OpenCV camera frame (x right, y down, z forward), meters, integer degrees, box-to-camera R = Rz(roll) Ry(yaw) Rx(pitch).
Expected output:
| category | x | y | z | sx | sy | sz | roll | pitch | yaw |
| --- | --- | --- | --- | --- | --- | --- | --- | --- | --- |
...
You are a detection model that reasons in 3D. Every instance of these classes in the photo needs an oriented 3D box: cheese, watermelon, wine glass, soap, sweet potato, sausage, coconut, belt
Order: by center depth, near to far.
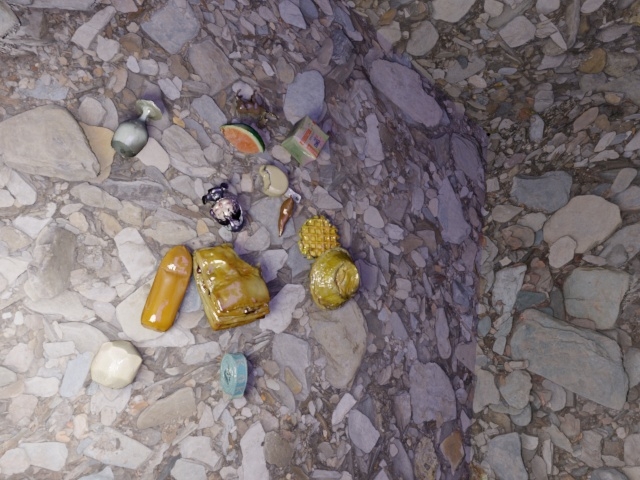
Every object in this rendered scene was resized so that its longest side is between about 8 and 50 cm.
| category | x | y | z | sx | sy | sz | roll | pitch | yaw |
| --- | --- | --- | --- | --- | --- | --- | --- | --- | --- |
| coconut | -0.721 | 0.435 | 1.485 | 0.161 | 0.161 | 0.162 | 33 | 68 | -28 |
| sausage | -0.606 | 0.186 | 1.672 | 0.134 | 0.116 | 0.354 | 22 | 62 | -17 |
| wine glass | -0.757 | -0.460 | 1.717 | 0.126 | 0.126 | 0.241 | 35 | 58 | -26 |
| belt | -0.361 | 0.557 | 1.751 | 0.082 | 0.147 | 0.163 | 9 | 101 | -39 |
| watermelon | -0.364 | -0.532 | 2.069 | 0.231 | 0.128 | 0.146 | 43 | 38 | -19 |
| sweet potato | -0.182 | -0.123 | 2.128 | 0.068 | 0.068 | 0.226 | 19 | 85 | -33 |
| cheese | -0.201 | -0.293 | 2.144 | 0.248 | 0.070 | 0.164 | 13 | 71 | -35 |
| soap | -0.082 | -0.539 | 2.261 | 0.182 | 0.138 | 0.200 | 42 | 55 | -24 |

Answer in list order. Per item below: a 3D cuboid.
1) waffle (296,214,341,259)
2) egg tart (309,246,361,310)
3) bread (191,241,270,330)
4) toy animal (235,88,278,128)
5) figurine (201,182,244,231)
| category | x | y | z | sx | sy | sz | roll | pitch | yaw |
| --- | --- | --- | --- | --- | --- | --- | --- | --- | --- |
| waffle | 0.002 | -0.001 | 2.235 | 0.262 | 0.060 | 0.281 | 49 | 54 | -17 |
| egg tart | 0.098 | 0.199 | 2.181 | 0.345 | 0.132 | 0.346 | 2 | 87 | -42 |
| bread | -0.370 | 0.187 | 1.810 | 0.314 | 0.191 | 0.370 | -9 | 82 | -39 |
| toy animal | -0.333 | -0.671 | 2.138 | 0.214 | 0.093 | 0.186 | -13 | 82 | -32 |
| figurine | -0.432 | -0.134 | 1.897 | 0.145 | 0.145 | 0.222 | -26 | 84 | -40 |
